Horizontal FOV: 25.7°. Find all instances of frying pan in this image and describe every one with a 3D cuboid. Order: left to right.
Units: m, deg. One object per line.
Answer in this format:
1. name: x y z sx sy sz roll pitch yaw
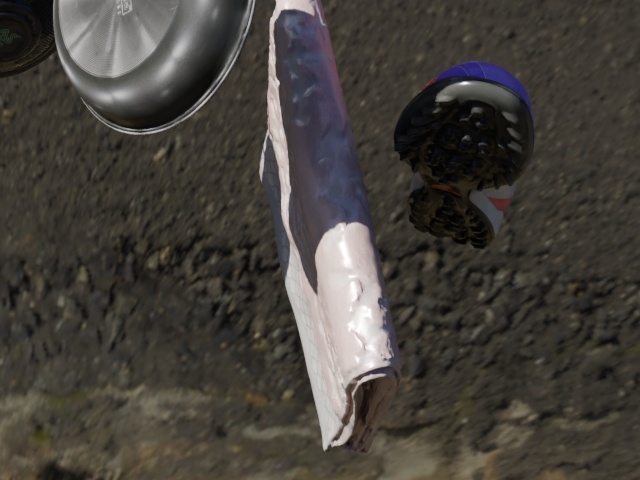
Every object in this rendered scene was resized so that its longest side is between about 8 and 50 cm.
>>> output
1. frying pan: -0.076 -0.165 0.947 0.053 0.326 0.197 9 90 -49

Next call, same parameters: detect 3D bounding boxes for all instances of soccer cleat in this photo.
1. soccer cleat: 0.126 -0.092 1.158 0.108 0.318 0.116 18 75 9

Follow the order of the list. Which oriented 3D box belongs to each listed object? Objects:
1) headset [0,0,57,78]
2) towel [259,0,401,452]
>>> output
1. headset: -0.253 -0.256 1.175 0.394 0.185 0.243 24 36 -20
2. towel: 0.000 0.000 1.211 0.053 0.317 0.332 -10 70 -8
